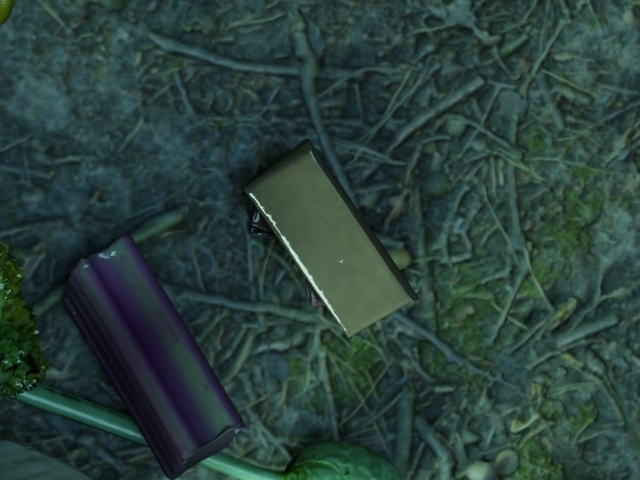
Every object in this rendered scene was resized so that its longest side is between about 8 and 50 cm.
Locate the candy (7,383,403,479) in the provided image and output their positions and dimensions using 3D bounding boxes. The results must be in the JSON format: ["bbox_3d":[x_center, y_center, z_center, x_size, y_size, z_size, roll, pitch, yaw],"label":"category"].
[{"bbox_3d":[-0.121,0.200,1.639,0.440,0.119,0.119,21,88,-14],"label":"candy"}]

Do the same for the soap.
[{"bbox_3d":[-0.151,0.106,1.560,0.065,0.122,0.203,-28,80,-21],"label":"soap"}]

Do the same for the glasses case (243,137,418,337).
[{"bbox_3d":[0.000,0.000,1.682,0.102,0.070,0.193,-31,109,13],"label":"glasses case"}]

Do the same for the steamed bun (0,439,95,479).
[{"bbox_3d":[-0.295,0.344,1.490,0.309,0.309,0.309,-2,96,-21],"label":"steamed bun"}]

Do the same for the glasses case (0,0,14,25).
[{"bbox_3d":[-0.380,-0.214,1.502,0.234,0.079,0.064,0,54,-20],"label":"glasses case"}]

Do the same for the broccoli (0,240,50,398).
[{"bbox_3d":[-0.328,0.068,1.490,0.220,0.194,0.194,30,84,-15],"label":"broccoli"}]
